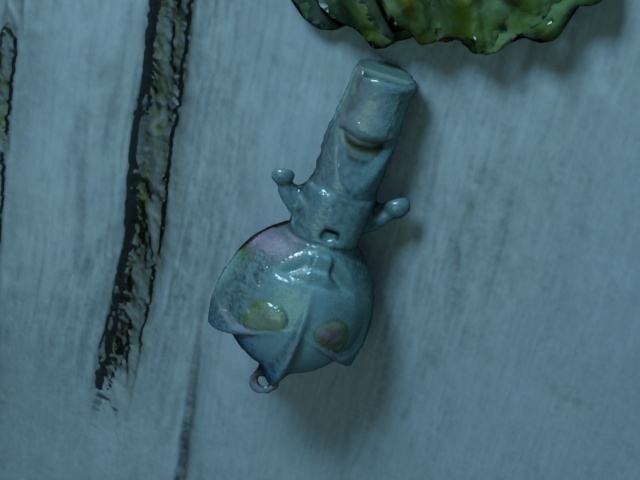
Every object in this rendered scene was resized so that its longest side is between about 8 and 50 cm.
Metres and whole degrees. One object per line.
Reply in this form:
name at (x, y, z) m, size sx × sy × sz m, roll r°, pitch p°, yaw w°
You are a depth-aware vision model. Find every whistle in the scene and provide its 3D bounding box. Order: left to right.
whistle at (-0.001, -0.001, 1.376) m, size 0.142 × 0.134 × 0.346 m, roll 26°, pitch 114°, yaw 10°

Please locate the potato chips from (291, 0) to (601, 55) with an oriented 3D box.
potato chips at (0.071, -0.344, 1.187) m, size 0.358 × 0.070 × 0.429 m, roll -13°, pitch 113°, yaw 23°
